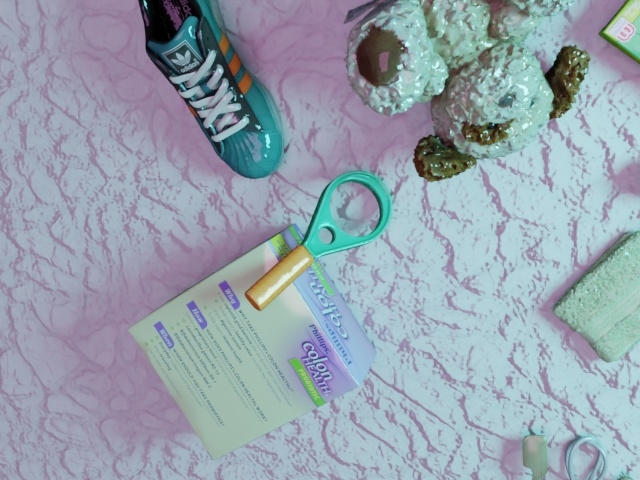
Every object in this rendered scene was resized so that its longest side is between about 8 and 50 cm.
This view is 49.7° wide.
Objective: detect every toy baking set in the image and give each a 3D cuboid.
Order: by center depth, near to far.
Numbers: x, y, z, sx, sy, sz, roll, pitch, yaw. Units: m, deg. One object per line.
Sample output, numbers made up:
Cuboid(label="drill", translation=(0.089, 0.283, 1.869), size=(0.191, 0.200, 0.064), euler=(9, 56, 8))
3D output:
Cuboid(label="toy baking set", translation=(0.356, 0.361, 0.905), size=(0.256, 0.030, 0.197), euler=(27, 106, 8))

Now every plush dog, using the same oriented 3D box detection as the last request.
Cuboid(label="plush dog", translation=(0.165, -0.190, 0.761), size=(0.262, 0.211, 0.225), euler=(-31, 112, 3))

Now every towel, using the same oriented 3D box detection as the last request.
Cuboid(label="towel", translation=(0.365, 0.068, 0.831), size=(0.110, 0.027, 0.148), euler=(43, 110, 3))

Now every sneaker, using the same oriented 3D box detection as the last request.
Cuboid(label="sneaker", translation=(-0.149, -0.209, 0.858), size=(0.108, 0.121, 0.302), euler=(-26, 95, 20))

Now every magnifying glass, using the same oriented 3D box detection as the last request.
Cuboid(label="magnifying glass", translation=(0.000, 0.000, 0.838), size=(0.231, 0.026, 0.092), euler=(-42, 97, -22))

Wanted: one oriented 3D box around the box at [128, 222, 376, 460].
Cuboid(label="box", translation=(-0.088, 0.134, 0.925), size=(0.243, 0.117, 0.214), euler=(-32, 93, 21))

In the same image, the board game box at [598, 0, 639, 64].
Cuboid(label="board game box", translation=(0.406, -0.208, 0.745), size=(0.181, 0.043, 0.092), euler=(39, 109, 4))
